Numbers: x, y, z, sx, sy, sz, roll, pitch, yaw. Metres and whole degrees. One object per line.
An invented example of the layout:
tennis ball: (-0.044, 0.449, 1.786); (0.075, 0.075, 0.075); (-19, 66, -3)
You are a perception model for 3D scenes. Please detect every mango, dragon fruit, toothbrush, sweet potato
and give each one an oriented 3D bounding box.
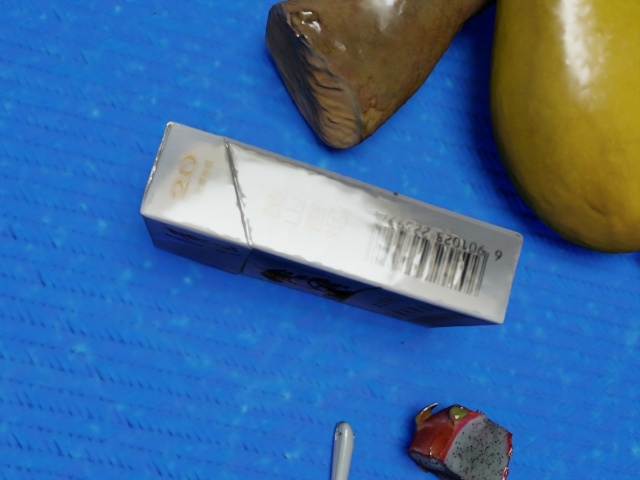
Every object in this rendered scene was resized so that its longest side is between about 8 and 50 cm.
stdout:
mango: (0.208, -0.117, 0.531); (0.176, 0.119, 0.316); (-22, 108, -3)
dragon fruit: (0.102, 0.153, 0.541); (0.083, 0.060, 0.056); (35, 70, -29)
toothbrush: (0.011, 0.239, 0.535); (0.022, 0.017, 0.204); (10, 81, -27)
sweet potato: (0.094, -0.227, 0.560); (0.131, 0.131, 0.336); (43, 78, -1)

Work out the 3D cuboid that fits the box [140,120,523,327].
box: (-0.001, 0.000, 0.499); (0.233, 0.149, 0.067); (17, 77, -6)
